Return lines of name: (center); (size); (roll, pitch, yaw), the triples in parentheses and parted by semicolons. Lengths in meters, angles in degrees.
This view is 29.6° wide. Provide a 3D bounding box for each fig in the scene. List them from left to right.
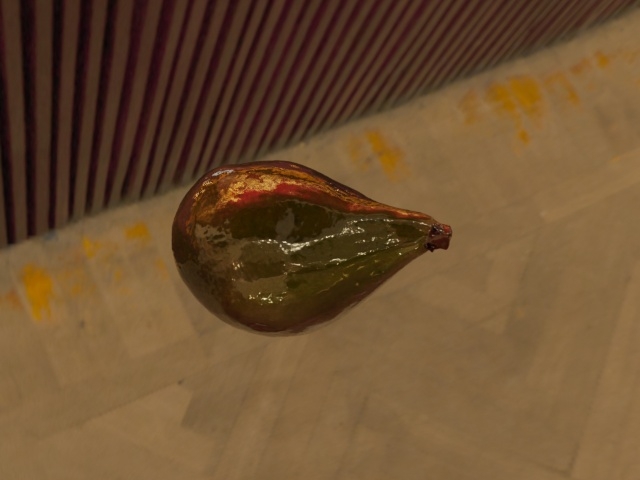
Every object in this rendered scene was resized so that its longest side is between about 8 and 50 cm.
fig: (-0.013, 0.012, 0.821); (0.126, 0.185, 0.133); (-47, 127, -21)
